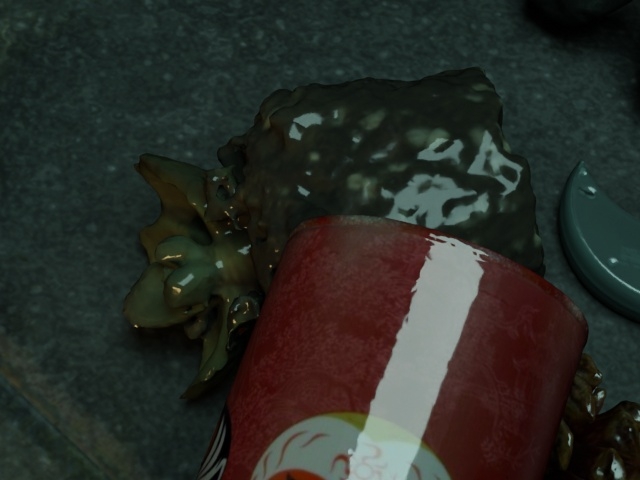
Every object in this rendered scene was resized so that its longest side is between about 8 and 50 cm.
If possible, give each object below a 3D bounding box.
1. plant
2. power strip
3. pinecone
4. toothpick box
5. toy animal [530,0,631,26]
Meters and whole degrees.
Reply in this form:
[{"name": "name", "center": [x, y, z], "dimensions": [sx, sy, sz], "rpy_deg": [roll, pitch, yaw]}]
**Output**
[{"name": "plant", "center": [0.000, 0.000, 1.209], "dimensions": [0.312, 0.213, 0.215], "rpy_deg": [-9, 62, -4]}, {"name": "power strip", "center": [0.304, 0.012, 1.352], "dimensions": [0.216, 0.044, 0.137], "rpy_deg": [15, 57, 0]}, {"name": "pinecone", "center": [0.151, 0.167, 1.151], "dimensions": [0.208, 0.208, 0.207], "rpy_deg": [5, 58, -7]}, {"name": "toothpick box", "center": [0.019, 0.176, 0.955], "dimensions": [0.204, 0.204, 0.333], "rpy_deg": [20, 71, 3]}, {"name": "toy animal", "center": [0.300, -0.261, 1.432], "dimensions": [0.137, 0.269, 0.082], "rpy_deg": [-49, 120, -44]}]
